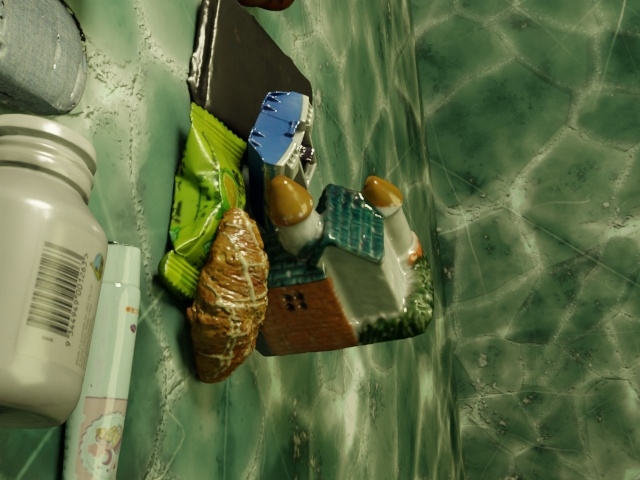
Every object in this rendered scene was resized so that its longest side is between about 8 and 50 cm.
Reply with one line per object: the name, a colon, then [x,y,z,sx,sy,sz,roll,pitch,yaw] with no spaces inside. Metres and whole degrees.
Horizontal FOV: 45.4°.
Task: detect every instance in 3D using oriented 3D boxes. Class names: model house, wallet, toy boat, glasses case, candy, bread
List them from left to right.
glasses case: [-0.275,-0.181,0.587,0.282,0.067,0.109,29,61,-67]
candy: [-0.141,-0.044,0.966,0.149,0.069,0.246,51,40,-64]
bread: [-0.107,0.078,0.936,0.105,0.076,0.233,-11,114,-58]
wallet: [-0.094,-0.226,1.181,0.377,0.051,0.197,31,59,-67]
toy boat: [-0.055,-0.087,1.146,0.295,0.088,0.129,97,10,-62]
model house: [0.000,0.000,1.065,0.190,0.271,0.301,-83,158,-44]

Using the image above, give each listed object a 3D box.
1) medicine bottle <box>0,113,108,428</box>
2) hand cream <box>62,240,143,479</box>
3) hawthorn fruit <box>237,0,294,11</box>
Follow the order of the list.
medicine bottle: [-0.230,0.021,0.567,0.135,0.135,0.215,52,38,-59]
hand cream: [-0.216,0.166,0.726,0.085,0.058,0.331,95,0,-76]
hawthorn fruit: [-0.089,-0.446,1.129,0.162,0.163,0.203,37,33,-67]
